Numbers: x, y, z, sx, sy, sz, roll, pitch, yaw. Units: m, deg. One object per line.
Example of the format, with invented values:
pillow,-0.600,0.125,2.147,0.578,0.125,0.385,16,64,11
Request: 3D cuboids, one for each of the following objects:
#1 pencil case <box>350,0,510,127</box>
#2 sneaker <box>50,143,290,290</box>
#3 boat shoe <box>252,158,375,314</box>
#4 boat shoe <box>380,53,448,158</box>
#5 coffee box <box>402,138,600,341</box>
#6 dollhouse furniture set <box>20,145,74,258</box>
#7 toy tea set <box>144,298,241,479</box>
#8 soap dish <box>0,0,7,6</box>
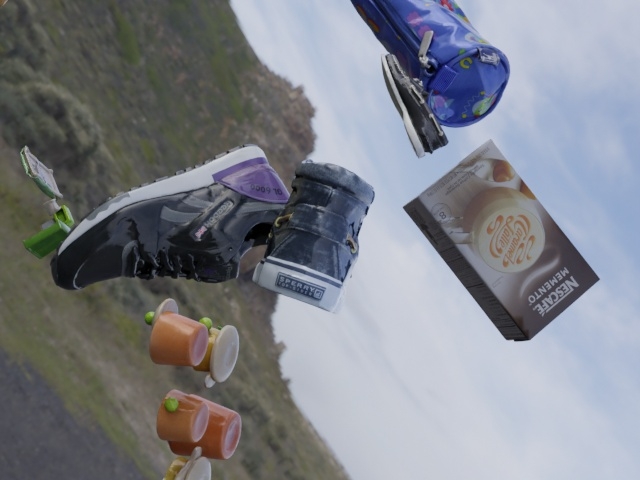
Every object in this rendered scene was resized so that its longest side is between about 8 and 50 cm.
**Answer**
pencil case,0.123,-0.278,1.219,0.133,0.119,0.306,15,37,-44
sneaker,-0.151,-0.001,1.055,0.124,0.283,0.107,54,-24,17
boat shoe,0.000,0.000,0.617,0.065,0.083,0.183,21,-4,-3
boat shoe,0.096,-0.145,0.995,0.046,0.038,0.125,63,7,-64
coffee box,0.250,0.003,1.335,0.246,0.141,0.098,51,-11,0
dollhouse furniture set,-0.399,-0.050,1.343,0.151,0.059,0.076,60,3,29
toy tea set,-0.208,0.224,1.398,0.200,0.124,0.336,-47,143,-59
soap dish,-0.520,-0.514,1.479,0.229,0.118,0.291,57,11,-30
